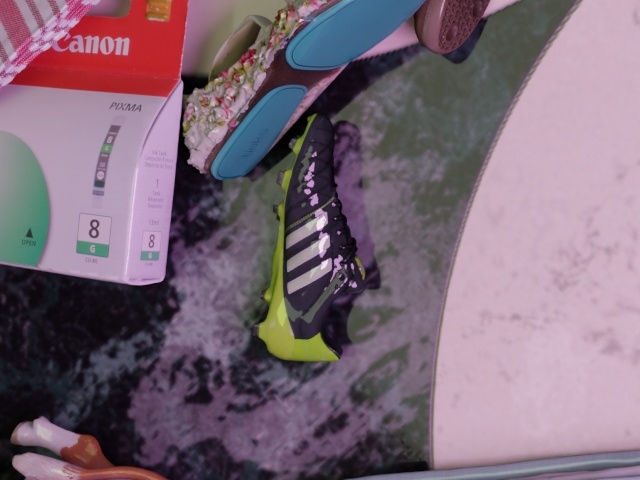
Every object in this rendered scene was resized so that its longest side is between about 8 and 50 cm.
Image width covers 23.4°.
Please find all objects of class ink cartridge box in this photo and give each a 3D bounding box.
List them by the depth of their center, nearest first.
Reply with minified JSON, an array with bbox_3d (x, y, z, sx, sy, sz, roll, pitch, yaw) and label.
[{"bbox_3d":[-0.188,-0.089,1.131,0.181,0.056,0.224,8,95,31],"label":"ink cartridge box"}]

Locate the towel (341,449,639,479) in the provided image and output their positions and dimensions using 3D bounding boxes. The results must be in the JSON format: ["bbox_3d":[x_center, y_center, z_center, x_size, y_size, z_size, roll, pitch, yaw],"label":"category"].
[{"bbox_3d":[0.174,0.308,1.042,0.374,0.090,0.320,-8,91,15],"label":"towel"}]

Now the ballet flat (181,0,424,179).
[{"bbox_3d":[-0.021,-0.138,1.068,0.241,0.091,0.077,-42,64,28],"label":"ballet flat"}]

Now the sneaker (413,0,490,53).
[{"bbox_3d":[0.089,-0.224,1.079,0.071,0.066,0.188,17,91,33],"label":"sneaker"}]

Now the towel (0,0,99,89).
[{"bbox_3d":[-0.254,-0.170,1.162,0.197,0.029,0.144,-40,57,12],"label":"towel"}]

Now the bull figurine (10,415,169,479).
[{"bbox_3d":[-0.206,0.286,1.136,0.188,0.101,0.310,29,98,15],"label":"bull figurine"}]

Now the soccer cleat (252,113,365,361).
[{"bbox_3d":[0.000,0.000,1.104,0.072,0.060,0.179,10,99,5],"label":"soccer cleat"}]
